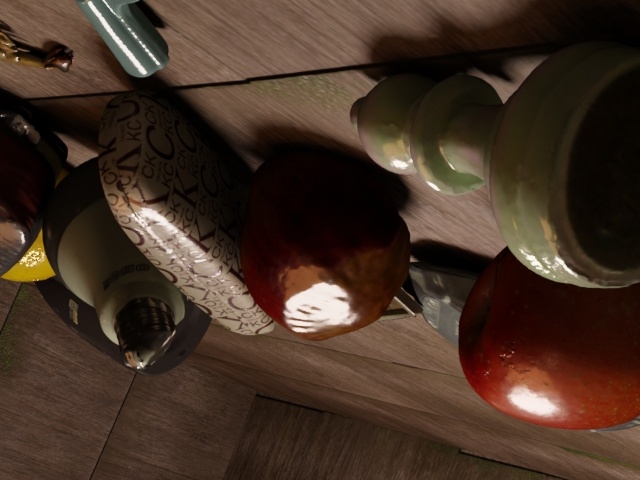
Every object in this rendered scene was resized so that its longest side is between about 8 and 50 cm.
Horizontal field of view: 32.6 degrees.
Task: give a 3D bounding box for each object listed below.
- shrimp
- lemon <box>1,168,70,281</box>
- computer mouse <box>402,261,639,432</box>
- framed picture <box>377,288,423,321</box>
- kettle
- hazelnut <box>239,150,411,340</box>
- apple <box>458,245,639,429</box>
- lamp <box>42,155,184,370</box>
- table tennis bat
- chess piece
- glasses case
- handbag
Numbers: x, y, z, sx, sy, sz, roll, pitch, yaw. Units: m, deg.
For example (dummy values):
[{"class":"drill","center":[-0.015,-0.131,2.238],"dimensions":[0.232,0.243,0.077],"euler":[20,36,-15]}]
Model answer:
[{"class":"shrimp","center":[-0.285,-0.184,0.984],"dimensions":[0.124,0.034,0.178],"euler":[20,169,-6]},{"class":"lemon","center":[-0.397,-0.028,1.480],"dimensions":[0.173,0.173,0.206],"euler":[20,174,4]},{"class":"computer mouse","center":[0.194,0.081,1.200],"dimensions":[0.379,0.090,0.167],"euler":[33,163,14]},{"class":"framed picture","center":[-0.026,0.029,1.308],"dimensions":[0.213,0.016,0.289],"euler":[42,158,-15]},{"class":"kettle","center":[-0.342,0.053,1.680],"dimensions":[0.290,0.207,0.268],"euler":[25,178,26]},{"class":"hazelnut","center":[0.008,0.003,1.060],"dimensions":[0.170,0.160,0.202],"euler":[10,130,-5]},{"class":"apple","center":[0.212,0.078,0.940],"dimensions":[0.168,0.181,0.181],"euler":[23,167,-11]},{"class":"lamp","center":[-0.196,0.012,1.205],"dimensions":[0.182,0.182,0.314],"euler":[31,-177,-36]},{"class":"table tennis bat","center":[-0.171,-0.191,0.767],"dimensions":[0.153,0.040,0.244],"euler":[16,162,25]},{"class":"chess piece","center":[0.102,-0.066,0.701],"dimensions":[0.139,0.139,0.271],"euler":[30,176,-34]},{"class":"glasses case","center":[-0.121,-0.018,1.111],"dimensions":[0.085,0.137,0.355],"euler":[-13,148,15]},{"class":"handbag","center":[-0.426,-0.093,1.256],"dimensions":[0.254,0.181,0.181],"euler":[29,136,-20]}]
